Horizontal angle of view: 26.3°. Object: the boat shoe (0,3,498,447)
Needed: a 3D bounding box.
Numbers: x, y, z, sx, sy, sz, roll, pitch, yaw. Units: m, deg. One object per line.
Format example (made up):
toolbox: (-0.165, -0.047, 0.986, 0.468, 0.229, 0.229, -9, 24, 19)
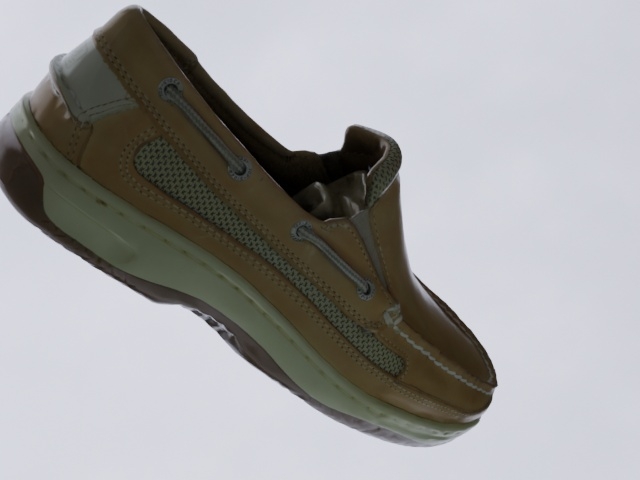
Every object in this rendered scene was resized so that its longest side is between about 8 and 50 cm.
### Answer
boat shoe: (0.000, 0.000, 0.399, 0.072, 0.068, 0.190, -46, -50, 14)
